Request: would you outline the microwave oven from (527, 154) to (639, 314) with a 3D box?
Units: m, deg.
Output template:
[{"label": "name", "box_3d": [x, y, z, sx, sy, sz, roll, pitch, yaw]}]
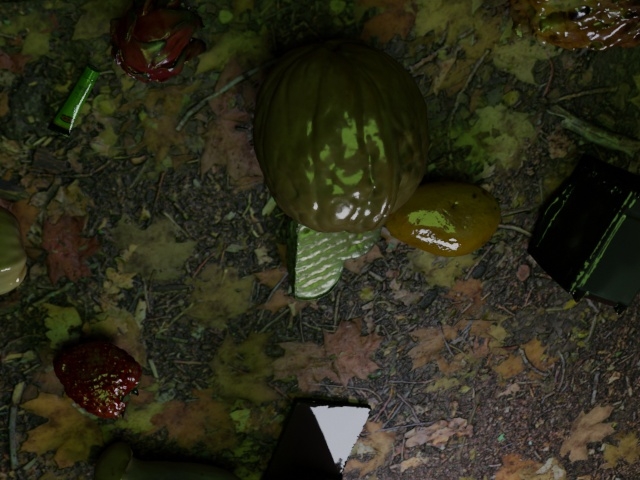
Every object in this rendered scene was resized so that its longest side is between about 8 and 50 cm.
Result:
[{"label": "microwave oven", "box_3d": [0.549, -0.015, 1.606, 0.188, 0.178, 0.247, 16, 112, -28]}]

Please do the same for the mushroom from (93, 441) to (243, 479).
[{"label": "mushroom", "box_3d": [-0.292, 0.507, 1.649, 0.329, 0.159, 0.122, 27, 142, -25]}]

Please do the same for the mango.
[{"label": "mango", "box_3d": [0.221, -0.037, 1.524, 0.227, 0.109, 0.147, -1, 123, -16]}]

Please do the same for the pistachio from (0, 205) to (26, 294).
[{"label": "pistachio", "box_3d": [-0.565, 0.012, 1.270, 0.229, 0.157, 0.157, 7, 117, -8]}]

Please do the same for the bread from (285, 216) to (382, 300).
[{"label": "bread", "box_3d": [0.000, 0.000, 1.499, 0.172, 0.064, 0.232, 35, 102, -31]}]

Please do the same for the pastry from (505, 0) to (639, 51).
[{"label": "pastry", "box_3d": [0.475, -0.451, 1.237, 0.405, 0.337, 0.292, -31, 116, 1]}]

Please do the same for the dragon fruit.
[{"label": "dragon fruit", "box_3d": [-0.242, -0.298, 1.225, 0.121, 0.130, 0.142, 45, 102, 1]}]

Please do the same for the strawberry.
[{"label": "strawberry", "box_3d": [-0.394, 0.244, 1.477, 0.131, 0.131, 0.148, -43, 130, 9]}]

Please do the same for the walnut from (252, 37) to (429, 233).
[{"label": "walnut", "box_3d": [0.035, -0.156, 1.303, 0.252, 0.277, 0.313, 4, 119, 24]}]

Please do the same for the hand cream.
[{"label": "hand cream", "box_3d": [-0.377, -0.214, 1.277, 0.036, 0.023, 0.122, 24, 113, -32]}]

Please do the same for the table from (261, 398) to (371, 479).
[{"label": "table", "box_3d": [0.011, 0.513, 1.689, 0.196, 0.250, 0.282, 10, 116, -23]}]
